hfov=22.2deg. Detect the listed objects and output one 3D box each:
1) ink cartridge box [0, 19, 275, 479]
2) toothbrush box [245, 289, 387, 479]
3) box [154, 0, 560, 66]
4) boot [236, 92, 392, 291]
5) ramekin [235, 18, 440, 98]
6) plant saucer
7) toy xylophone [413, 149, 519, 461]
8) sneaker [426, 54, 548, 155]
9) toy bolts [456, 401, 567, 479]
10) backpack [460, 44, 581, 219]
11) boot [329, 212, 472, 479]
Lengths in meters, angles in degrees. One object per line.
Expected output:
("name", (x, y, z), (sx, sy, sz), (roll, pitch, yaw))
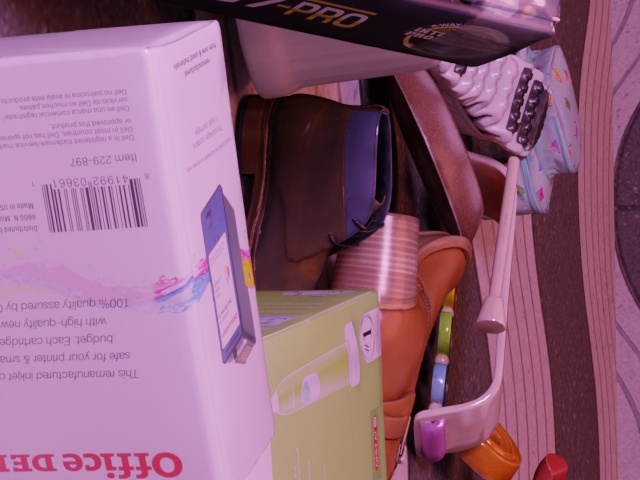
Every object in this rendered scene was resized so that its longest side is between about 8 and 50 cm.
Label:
("ink cartridge box", (-0.117, 0.013, 0.759), (0.093, 0.154, 0.212), (-45, 130, -68))
("toothbrush box", (-0.054, 0.147, 0.987), (0.283, 0.122, 0.206), (-20, 108, -72))
("box", (-0.015, -0.318, 0.926), (0.318, 0.097, 0.394), (10, 76, -31))
("boot", (0.000, 0.000, 1.188), (0.082, 0.106, 0.219), (-14, 101, -71))
("ramekin", (0.017, -0.240, 1.138), (0.277, 0.135, 0.277), (-2, 90, -84))
("plant saucer", (0.106, -0.085, 1.492), (0.198, 0.036, 0.198), (-23, 90, -90))
("toy xylophone", (0.147, 0.046, 1.616), (0.236, 0.081, 0.322), (85, 11, -55))
("sneaker", (0.118, -0.177, 1.568), (0.292, 0.118, 0.110), (50, 58, -50))
("toy bolts", (0.183, 0.301, 1.751), (0.218, 0.158, 0.228), (52, 18, 22))
("backpack", (0.212, -0.119, 1.791), (0.166, 0.144, 0.188), (-70, 155, -60))
("boot", (0.060, 0.096, 1.376), (0.283, 0.109, 0.220), (26, 71, -82))
